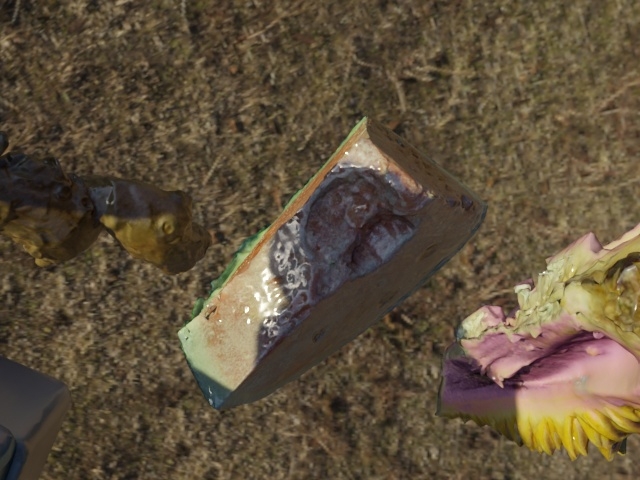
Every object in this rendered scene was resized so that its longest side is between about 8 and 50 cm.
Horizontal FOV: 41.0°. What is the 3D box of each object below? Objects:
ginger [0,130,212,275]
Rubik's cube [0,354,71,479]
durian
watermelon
[{"bbox_3d":[-0.204,-0.015,0.786,0.290,0.084,0.122,15,110,-48],"label":"ginger"},{"bbox_3d":[-0.395,0.217,0.478,0.346,0.344,0.347,22,99,-3],"label":"Rubik's cube"},{"bbox_3d":[0.175,0.041,0.441,0.191,0.341,0.112,-28,76,-13],"label":"durian"},{"bbox_3d":[0.000,0.000,0.747,0.318,0.226,0.148,-35,75,-22],"label":"watermelon"}]
